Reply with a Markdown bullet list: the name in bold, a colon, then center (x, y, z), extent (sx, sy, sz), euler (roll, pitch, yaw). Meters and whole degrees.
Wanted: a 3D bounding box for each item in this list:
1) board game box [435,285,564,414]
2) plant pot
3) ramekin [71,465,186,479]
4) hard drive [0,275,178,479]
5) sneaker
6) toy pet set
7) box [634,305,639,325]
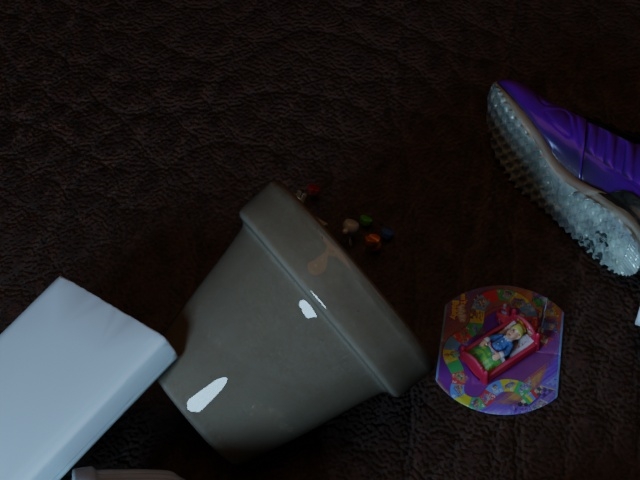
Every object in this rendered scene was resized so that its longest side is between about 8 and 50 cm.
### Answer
- **board game box**: center (0.197, 0.109, 1.739), extent (0.133, 0.033, 0.168), euler (6, 53, 8)
- **plant pot**: center (-0.050, 0.103, 1.652), extent (0.229, 0.263, 0.263), euler (-40, 58, -2)
- **ramekin**: center (-0.174, 0.313, 1.512), extent (0.109, 0.207, 0.207), euler (-5, 53, -10)
- **hard drive**: center (-0.310, 0.182, 1.589), extent (0.307, 0.040, 0.203), euler (-46, 41, -18)
- **sneaker**: center (0.319, -0.092, 1.848), extent (0.146, 0.102, 0.293), euler (-28, 61, -21)
- **toy pet set**: center (0.000, 0.000, 1.834), extent (0.122, 0.065, 0.114), euler (32, 26, 21)
- **box**: center (0.494, 0.050, 1.672), extent (0.290, 0.169, 0.087), euler (19, 17, 17)
